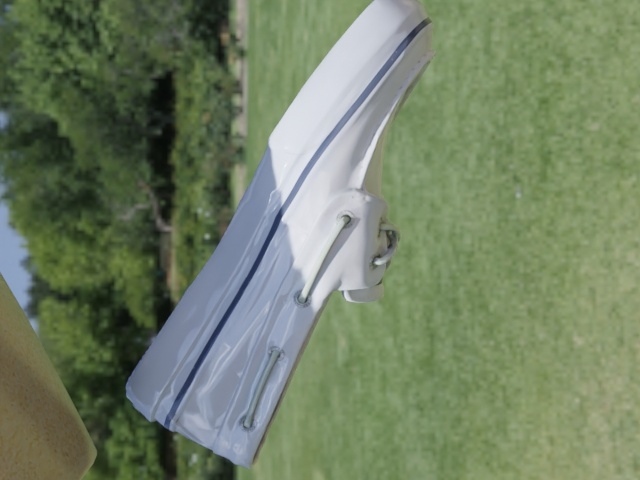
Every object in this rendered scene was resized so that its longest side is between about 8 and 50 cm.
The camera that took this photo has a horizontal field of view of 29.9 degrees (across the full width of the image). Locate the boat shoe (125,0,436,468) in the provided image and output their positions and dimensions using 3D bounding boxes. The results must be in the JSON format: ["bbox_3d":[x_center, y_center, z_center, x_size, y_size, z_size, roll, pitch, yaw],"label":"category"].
[{"bbox_3d":[0.000,0.000,0.540,0.226,0.076,0.083,-58,-5,17],"label":"boat shoe"}]

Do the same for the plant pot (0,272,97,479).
[{"bbox_3d":[-0.236,0.045,0.488,0.256,0.274,0.256,-46,4,4],"label":"plant pot"}]
